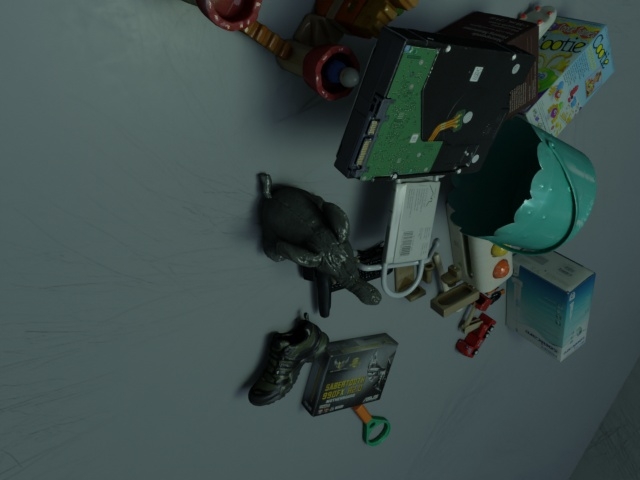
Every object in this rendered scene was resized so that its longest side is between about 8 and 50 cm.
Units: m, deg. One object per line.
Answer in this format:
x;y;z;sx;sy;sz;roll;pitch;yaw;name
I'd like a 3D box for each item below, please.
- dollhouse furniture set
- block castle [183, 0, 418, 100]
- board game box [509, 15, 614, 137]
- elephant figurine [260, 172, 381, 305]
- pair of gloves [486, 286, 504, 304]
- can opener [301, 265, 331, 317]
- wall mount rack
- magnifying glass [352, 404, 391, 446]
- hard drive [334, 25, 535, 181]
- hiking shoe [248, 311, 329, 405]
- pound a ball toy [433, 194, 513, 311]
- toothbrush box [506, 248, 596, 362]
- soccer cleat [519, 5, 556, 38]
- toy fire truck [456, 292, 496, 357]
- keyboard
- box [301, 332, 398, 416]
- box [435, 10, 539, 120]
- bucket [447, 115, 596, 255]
0.283;0.086;1.411;0.144;0.151;0.123;-24;127;-22;dollhouse furniture set
0.027;-0.462;0.843;0.303;0.213;0.453;24;99;-44;block castle
0.524;-0.362;1.342;0.275;0.142;0.144;-47;135;-5;board game box
0.000;0.000;1.079;0.186;0.239;0.169;1;115;-38;elephant figurine
0.528;0.155;1.747;0.074;0.010;0.083;-36;135;-17;pair of gloves
0.005;0.093;1.279;0.059;0.073;0.186;-66;155;-45;can opener
0.204;-0.061;1.279;0.304;0.130;0.350;-6;113;-31;wall mount rack
0.143;0.522;1.655;0.092;0.026;0.231;-41;133;-11;magnifying glass
0.194;-0.219;0.965;0.339;0.064;0.237;-11;133;-39;hard drive
-0.090;0.262;1.291;0.227;0.086;0.114;-45;121;-15;hiking shoe
0.399;0.036;1.487;0.208;0.136;0.319;-33;131;-18;pound a ball toy
0.683;0.184;1.742;0.126;0.216;0.296;-29;129;-21;toothbrush box
0.448;-0.441;1.294;0.196;0.068;0.076;-44;139;2;soccer cleat
0.459;0.256;1.728;0.135;0.047;0.192;26;99;-44;toy fire truck
0.106;0.064;1.344;0.192;0.038;0.100;-16;124;-32;keyboard
0.078;0.338;1.472;0.231;0.056;0.183;-1;116;-38;box
0.310;-0.334;1.171;0.203;0.168;0.167;-33;132;-20;box
0.429;-0.109;1.238;0.183;0.281;0.281;15;107;-22;bucket
